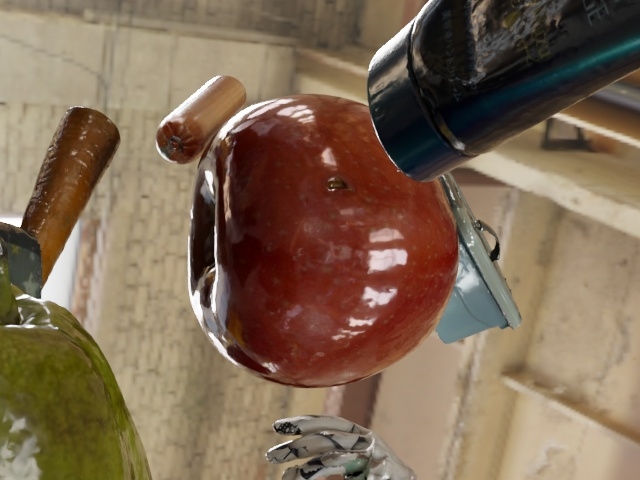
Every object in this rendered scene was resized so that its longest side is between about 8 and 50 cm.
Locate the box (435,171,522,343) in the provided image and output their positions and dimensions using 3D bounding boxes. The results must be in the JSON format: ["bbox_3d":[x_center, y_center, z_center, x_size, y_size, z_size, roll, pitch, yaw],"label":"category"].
[{"bbox_3d":[0.175,0.021,1.666,0.130,0.227,0.162,-27,-137,10],"label":"box"}]

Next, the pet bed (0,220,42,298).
[{"bbox_3d":[-0.313,0.067,0.885,0.183,0.211,0.159,-7,-100,18],"label":"pet bed"}]

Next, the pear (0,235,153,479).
[{"bbox_3d":[-0.218,0.175,0.696,0.287,0.287,0.375,24,-78,50],"label":"pear"}]

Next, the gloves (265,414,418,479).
[{"bbox_3d":[0.038,0.276,1.543,0.111,0.212,0.127,-43,-167,28],"label":"gloves"}]

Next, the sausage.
[{"bbox_3d":[-0.122,-0.131,1.335,0.348,0.053,0.053,-72,174,-74],"label":"sausage"}]

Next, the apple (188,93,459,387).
[{"bbox_3d":[0.000,0.000,1.095,0.260,0.216,0.261,180,-90,-76],"label":"apple"}]

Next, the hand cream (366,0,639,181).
[{"bbox_3d":[0.124,-0.118,0.617,0.270,0.061,0.120,-32,-120,48],"label":"hand cream"}]

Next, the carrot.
[{"bbox_3d":[-0.236,-0.023,1.108,0.061,0.061,0.210,-37,-151,47],"label":"carrot"}]
